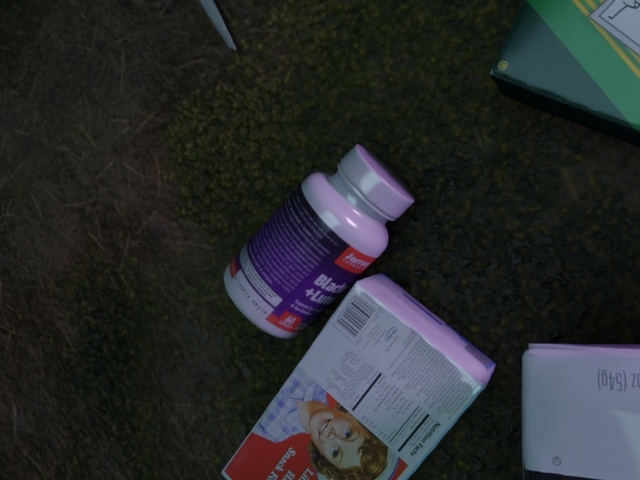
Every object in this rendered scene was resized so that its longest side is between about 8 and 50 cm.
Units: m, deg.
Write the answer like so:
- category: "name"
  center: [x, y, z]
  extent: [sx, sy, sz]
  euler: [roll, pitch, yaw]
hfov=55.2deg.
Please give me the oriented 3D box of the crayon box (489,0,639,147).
- category: "crayon box"
  center: [0.355, -0.231, 0.458]
  extent: [0.313, 0.106, 0.363]
  euler: [28, 102, 20]

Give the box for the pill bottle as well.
- category: "pill bottle"
  center: [0.000, 0.000, 0.620]
  extent: [0.193, 0.108, 0.108]
  euler: [-46, 75, 19]

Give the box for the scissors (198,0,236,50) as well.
- category: "scissors"
  center: [-0.168, -0.355, 0.727]
  extent: [0.297, 0.021, 0.109]
  euler: [46, 106, 17]

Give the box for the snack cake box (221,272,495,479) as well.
- category: "snack cake box"
  center: [0.035, 0.184, 0.623]
  extent: [0.152, 0.089, 0.264]
  euler: [39, 106, 16]

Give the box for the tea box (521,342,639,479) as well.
- category: "tea box"
  center: [0.320, 0.228, 0.376]
  extent: [0.328, 0.220, 0.324]
  euler: [-6, 79, 34]
